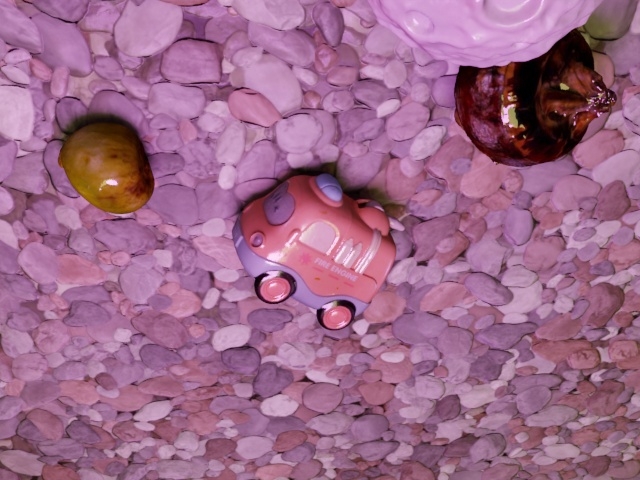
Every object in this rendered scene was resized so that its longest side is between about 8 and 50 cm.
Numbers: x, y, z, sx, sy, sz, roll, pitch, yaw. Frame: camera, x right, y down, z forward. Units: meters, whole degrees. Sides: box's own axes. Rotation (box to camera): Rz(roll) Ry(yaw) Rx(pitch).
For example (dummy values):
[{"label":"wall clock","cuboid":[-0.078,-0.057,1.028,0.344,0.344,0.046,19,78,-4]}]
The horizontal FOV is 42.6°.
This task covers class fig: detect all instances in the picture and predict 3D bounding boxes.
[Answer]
[{"label":"fig","cuboid":[-0.322,-0.111,1.263,0.121,0.136,0.153,-39,84,5]}]

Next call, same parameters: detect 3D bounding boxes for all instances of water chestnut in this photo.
[{"label":"water chestnut","cuboid":[0.306,-0.214,1.187,0.224,0.238,0.223,-10,105,-38]}]

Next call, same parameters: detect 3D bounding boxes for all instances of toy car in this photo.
[{"label":"toy car","cuboid":[0.000,0.000,1.372,0.270,0.180,0.212,26,112,-26]}]

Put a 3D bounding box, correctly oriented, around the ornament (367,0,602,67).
[{"label":"ornament","cuboid":[0.194,-0.368,0.973,0.337,0.337,0.337,-3,130,-4]}]
